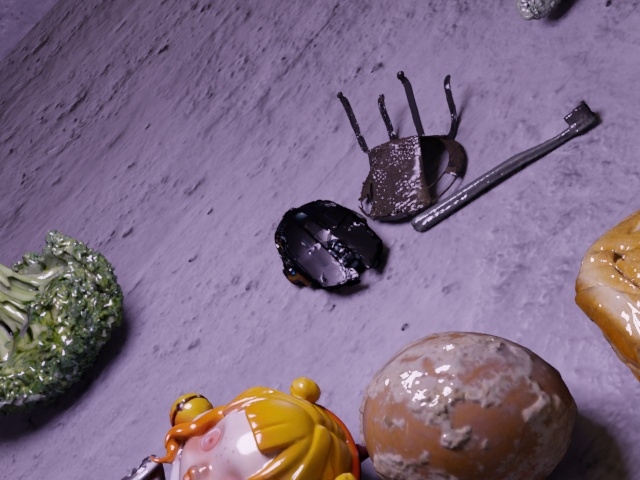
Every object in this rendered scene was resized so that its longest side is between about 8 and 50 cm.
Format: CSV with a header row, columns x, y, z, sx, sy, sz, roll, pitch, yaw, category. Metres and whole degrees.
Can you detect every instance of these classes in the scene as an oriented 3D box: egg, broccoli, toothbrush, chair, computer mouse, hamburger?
x,y,z,sx,sy,sz,roll,pitch,yaw,category
0.160,0.198,1.379,0.245,0.203,0.203,-9,46,29,egg
-0.489,0.121,2.006,0.375,0.302,0.249,-37,-3,13,broccoli
0.250,-0.098,1.752,0.297,0.030,0.030,-33,10,13,toothbrush
0.124,-0.134,1.858,0.174,0.149,0.213,-13,83,32,chair
0.000,0.000,1.837,0.146,0.077,0.241,-48,36,-6,computer mouse
0.432,0.050,1.298,0.284,0.174,0.304,-39,36,7,hamburger

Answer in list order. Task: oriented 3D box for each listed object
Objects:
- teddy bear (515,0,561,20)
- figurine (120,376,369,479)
x,y,z,sx,sy,sz,roll,pitch,yaw,category
0.358,-0.432,1.931,0.111,0.133,0.213,2,36,19,teddy bear
-0.085,0.303,1.496,0.323,0.196,0.320,-38,45,14,figurine
